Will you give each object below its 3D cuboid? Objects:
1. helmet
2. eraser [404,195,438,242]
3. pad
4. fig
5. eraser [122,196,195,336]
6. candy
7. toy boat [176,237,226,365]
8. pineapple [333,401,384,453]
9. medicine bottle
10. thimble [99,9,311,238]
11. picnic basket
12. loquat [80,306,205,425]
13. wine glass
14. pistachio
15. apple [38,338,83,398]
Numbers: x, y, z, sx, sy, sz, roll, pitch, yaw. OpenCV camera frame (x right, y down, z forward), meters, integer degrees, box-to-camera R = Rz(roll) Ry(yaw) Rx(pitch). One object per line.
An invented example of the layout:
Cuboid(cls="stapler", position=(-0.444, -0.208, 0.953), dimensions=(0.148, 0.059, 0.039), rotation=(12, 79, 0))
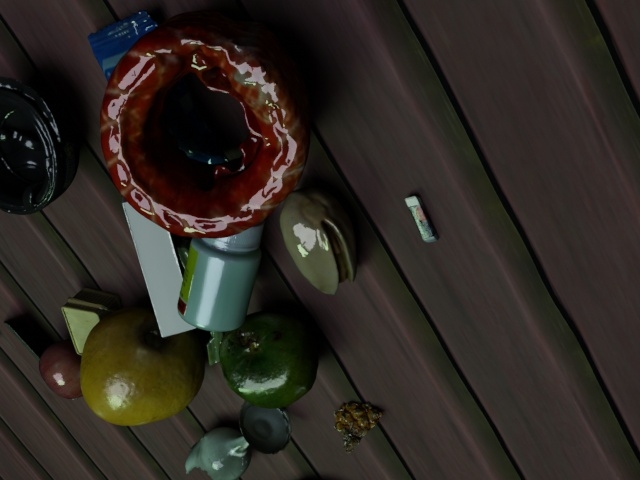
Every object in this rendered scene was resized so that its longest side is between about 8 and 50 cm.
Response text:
Cuboid(cls="helmet", position=(-0.581, -0.197, 1.538), dimensions=(0.231, 0.160, 0.279), rotation=(22, 114, 12))
Cuboid(cls="eraser", position=(0.178, -0.037, 1.355), dimensions=(0.027, 0.019, 0.099), rotation=(-13, 113, 33))
Cuboid(cls="pad", position=(-0.736, 0.315, 2.009), dimensions=(0.265, 0.009, 0.159), rotation=(52, 157, -12))
Cuboid(cls="fig", position=(-0.086, 0.250, 1.613), dimensions=(0.203, 0.235, 0.203), rotation=(-4, 77, 18))
Cuboid(cls="eraser", position=(-0.329, 0.044, 1.580), dimensions=(0.076, 0.078, 0.298), rotation=(-15, 108, -8))
Cuboid(cls="candy", position=(-0.297, -0.249, 1.418), dimensions=(0.187, 0.077, 0.331), rotation=(-10, 115, 39))
Cuboid(cls="toy boat", position=(-0.239, 0.131, 1.632), dimensions=(0.055, 0.093, 0.293), rotation=(-7, 116, 10))
Cuboid(cls="pineapple", position=(0.075, 0.413, 1.664), dimensions=(0.114, 0.114, 0.077), rotation=(5, 142, 29))
Cuboid(cls="medicine bottle", position=(-0.191, 0.053, 1.492), dimensions=(0.139, 0.139, 0.225), rotation=(20, 109, 13))
Cuboid(cls="thimble", position=(-0.177, -0.189, 1.253), dimensions=(0.350, 0.230, 0.350), rotation=(2, 115, 3))
Cuboid(cls="picnic basket", position=(-0.532, 0.200, 1.831), dimensions=(0.115, 0.079, 0.164), rotation=(9, 125, 20))
Cuboid(cls="loquat", position=(-0.402, 0.288, 1.704), dimensions=(0.275, 0.275, 0.275), rotation=(13, 126, 19))
Cuboid(cls="wine glass", position=(-0.203, 0.489, 1.828), dimensions=(0.143, 0.143, 0.321), rotation=(41, 131, -4))
Cuboid(cls="pistachio", position=(0.000, 0.000, 1.406), dimensions=(0.152, 0.126, 0.223), rotation=(24, 144, 56))
Cuboid(cls="apple", position=(-0.620, 0.315, 1.911), dimensions=(0.120, 0.153, 0.153), rotation=(-37, 102, 8))
